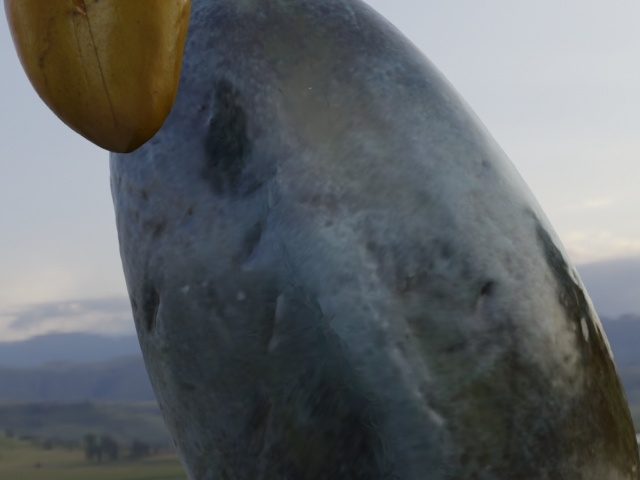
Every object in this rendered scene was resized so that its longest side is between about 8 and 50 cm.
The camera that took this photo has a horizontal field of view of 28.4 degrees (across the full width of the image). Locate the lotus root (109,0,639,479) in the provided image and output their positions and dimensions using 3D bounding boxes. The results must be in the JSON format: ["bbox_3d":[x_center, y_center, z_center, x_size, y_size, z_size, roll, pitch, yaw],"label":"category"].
[{"bbox_3d":[0.000,0.000,0.469,0.158,0.322,0.140,-27,-13,8],"label":"lotus root"}]

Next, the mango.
[{"bbox_3d":[-0.068,-0.071,0.395,0.060,0.089,0.046,-11,2,3],"label":"mango"}]
